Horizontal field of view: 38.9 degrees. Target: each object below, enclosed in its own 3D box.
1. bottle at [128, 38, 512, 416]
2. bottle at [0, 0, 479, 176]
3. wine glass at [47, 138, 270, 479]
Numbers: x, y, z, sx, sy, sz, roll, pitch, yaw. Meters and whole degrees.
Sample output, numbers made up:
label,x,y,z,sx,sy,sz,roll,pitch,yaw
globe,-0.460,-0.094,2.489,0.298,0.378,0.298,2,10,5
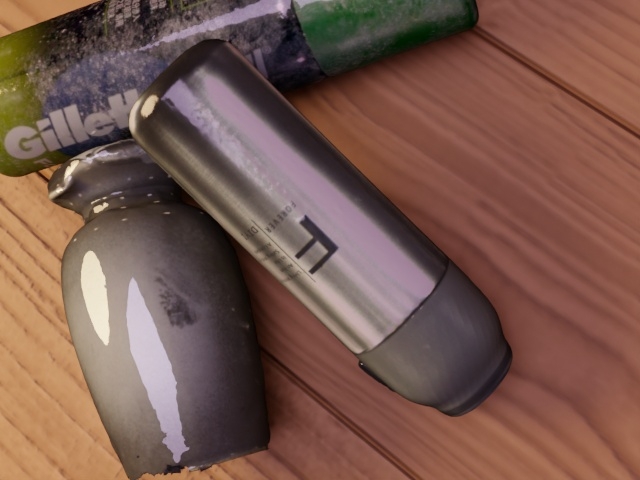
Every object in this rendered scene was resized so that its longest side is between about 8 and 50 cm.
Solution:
label,x,y,z,sx,sy,sz,roll,pitch,yaw
bottle,0.000,0.000,0.522,0.253,0.079,0.096,43,133,-7
bottle,-0.070,-0.127,0.575,0.330,0.093,0.093,-15,82,15
wine glass,-0.099,0.043,0.561,0.111,0.111,0.205,-19,79,14
